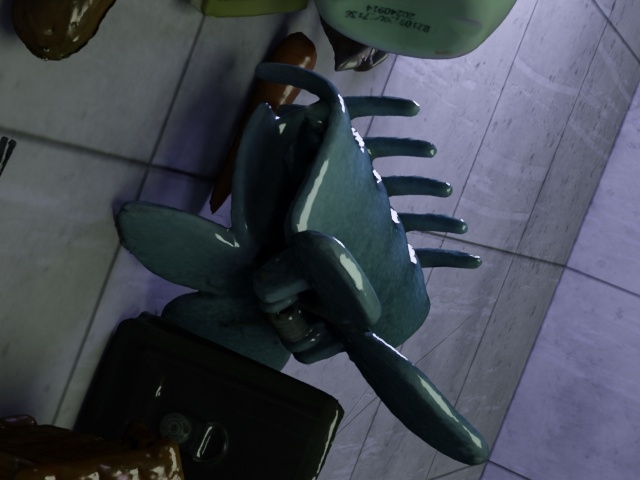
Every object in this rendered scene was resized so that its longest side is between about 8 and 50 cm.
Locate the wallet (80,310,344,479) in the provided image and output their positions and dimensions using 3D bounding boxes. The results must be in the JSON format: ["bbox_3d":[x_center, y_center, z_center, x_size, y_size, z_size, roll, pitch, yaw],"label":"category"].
[{"bbox_3d":[-0.113,0.184,1.295,0.169,0.245,0.052,-67,165,-5],"label":"wallet"}]

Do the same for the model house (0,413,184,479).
[{"bbox_3d":[-0.213,0.249,1.136,0.219,0.229,0.200,-23,116,-62],"label":"model house"}]

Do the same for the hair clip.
[{"bbox_3d":[0.004,0.009,1.315,0.238,0.392,0.318,-58,140,-28],"label":"hair clip"}]

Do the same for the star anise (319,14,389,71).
[{"bbox_3d":[0.068,-0.283,1.444,0.257,0.110,0.199,-20,118,-71],"label":"star anise"}]

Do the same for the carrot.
[{"bbox_3d":[-0.065,-0.123,1.389,0.216,0.048,0.048,-61,158,-2],"label":"carrot"}]

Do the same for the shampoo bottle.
[{"bbox_3d":[0.113,-0.355,1.299,0.151,0.221,0.350,97,8,-59],"label":"shampoo bottle"}]

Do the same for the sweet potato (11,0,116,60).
[{"bbox_3d":[-0.164,-0.228,1.033,0.233,0.062,0.081,-55,171,-36],"label":"sweet potato"}]

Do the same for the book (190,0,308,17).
[{"bbox_3d":[-0.023,-0.384,1.236,0.239,0.035,0.352,-23,131,-64],"label":"book"}]

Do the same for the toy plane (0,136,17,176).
[{"bbox_3d":[-0.275,-0.012,1.014,0.060,0.037,0.145,-16,122,-76],"label":"toy plane"}]
